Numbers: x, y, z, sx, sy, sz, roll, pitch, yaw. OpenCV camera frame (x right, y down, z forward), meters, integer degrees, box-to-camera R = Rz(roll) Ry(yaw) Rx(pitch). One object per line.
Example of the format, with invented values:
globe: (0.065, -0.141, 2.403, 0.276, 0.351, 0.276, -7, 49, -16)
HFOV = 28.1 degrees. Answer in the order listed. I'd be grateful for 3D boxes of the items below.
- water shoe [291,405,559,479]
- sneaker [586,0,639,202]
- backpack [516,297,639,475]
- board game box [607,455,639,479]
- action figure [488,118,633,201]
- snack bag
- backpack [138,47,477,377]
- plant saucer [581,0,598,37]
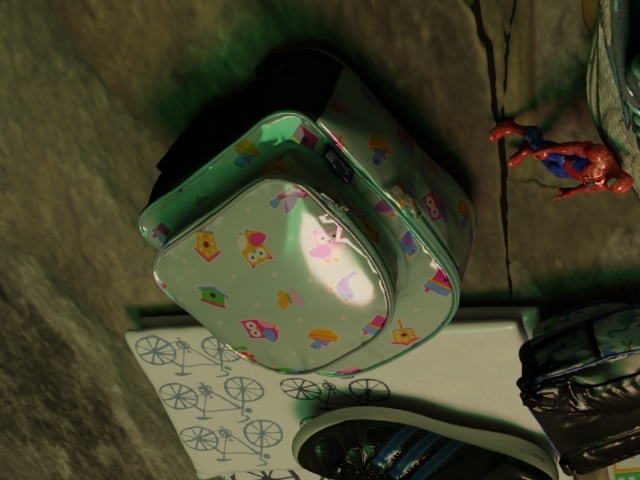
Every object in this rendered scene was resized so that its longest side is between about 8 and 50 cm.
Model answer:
water shoe: (0.073, 0.177, 0.941, 0.203, 0.080, 0.073, 5, 134, 12)
sneaker: (0.179, -0.085, 0.641, 0.110, 0.122, 0.283, -4, 133, 20)
backpack: (0.200, 0.090, 0.858, 0.114, 0.084, 0.105, -20, 126, 19)
board game box: (0.261, 0.178, 0.906, 0.103, 0.026, 0.154, -11, 90, 27)
action figure: (0.141, -0.044, 0.737, 0.038, 0.030, 0.115, 54, 166, -27)
snack bag: (0.043, 0.178, 1.035, 0.323, 0.037, 0.343, -3, 133, 20)
backpack: (0.000, 0.000, 0.796, 0.188, 0.144, 0.166, 38, 127, -24)
plant saucer: (0.185, -0.125, 0.700, 0.083, 0.015, 0.083, 9, 136, 9)
